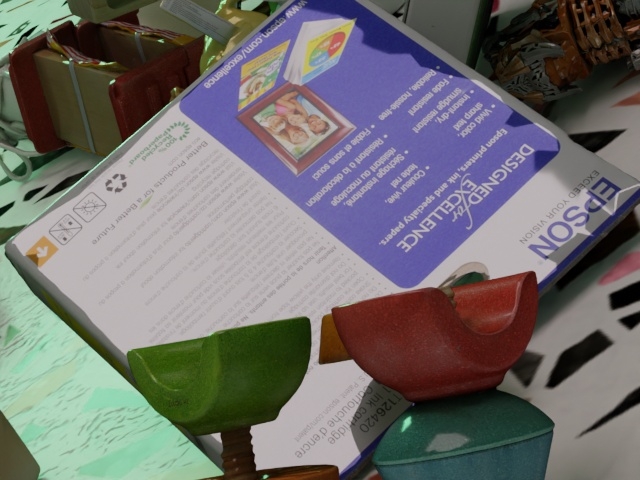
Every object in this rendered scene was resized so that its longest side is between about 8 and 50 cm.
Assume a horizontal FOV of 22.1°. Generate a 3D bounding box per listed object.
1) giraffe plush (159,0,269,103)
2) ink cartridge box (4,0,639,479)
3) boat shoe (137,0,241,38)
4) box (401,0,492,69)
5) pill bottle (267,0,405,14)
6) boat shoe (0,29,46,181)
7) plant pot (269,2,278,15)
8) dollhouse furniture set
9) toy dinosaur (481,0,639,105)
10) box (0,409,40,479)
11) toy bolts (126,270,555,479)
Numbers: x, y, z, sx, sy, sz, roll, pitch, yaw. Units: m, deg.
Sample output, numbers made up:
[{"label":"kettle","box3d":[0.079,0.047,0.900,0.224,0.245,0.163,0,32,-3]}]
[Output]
[{"label":"giraffe plush","box3d":[-0.059,-0.100,1.350,0.181,0.210,0.170,-46,-2,-25]},{"label":"ink cartridge box","box3d":[0.000,0.000,1.066,0.303,0.072,0.307,-42,59,-14]},{"label":"boat shoe","box3d":[-0.149,-0.234,1.763,0.127,0.113,0.340,7,59,1]},{"label":"box","box3d":[0.113,-0.219,1.287,0.058,0.232,0.322,13,33,4]},{"label":"pill bottle","box3d":[-0.032,-0.339,1.621,0.161,0.283,0.161,-26,23,12]},{"label":"boat shoe","box3d":[-0.330,-0.147,1.788,0.156,0.136,0.367,-34,20,-8]},{"label":"plant pot","box3d":[-0.037,-0.302,1.816,0.083,0.079,0.083,-25,22,11]},{"label":"dollhouse furniture set","box3d":[-0.190,-0.247,1.455,0.152,0.374,0.201,-29,32,-31]},{"label":"toy dinosaur","box3d":[0.268,-0.213,1.233,0.322,0.164,0.218,-13,37,-7]},{"label":"box","box3d":[-0.300,0.214,1.020,0.148,0.121,0.311,-22,24,20]},{"label":"toy bolts","box3d":[0.042,0.110,0.842,0.218,0.158,0.228,-8,-5,-39]}]
